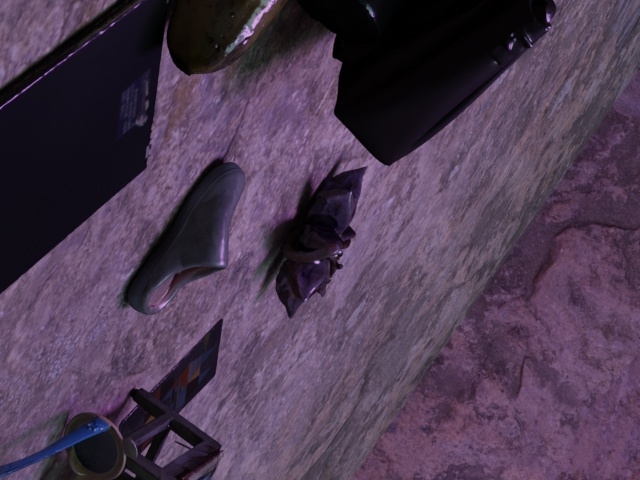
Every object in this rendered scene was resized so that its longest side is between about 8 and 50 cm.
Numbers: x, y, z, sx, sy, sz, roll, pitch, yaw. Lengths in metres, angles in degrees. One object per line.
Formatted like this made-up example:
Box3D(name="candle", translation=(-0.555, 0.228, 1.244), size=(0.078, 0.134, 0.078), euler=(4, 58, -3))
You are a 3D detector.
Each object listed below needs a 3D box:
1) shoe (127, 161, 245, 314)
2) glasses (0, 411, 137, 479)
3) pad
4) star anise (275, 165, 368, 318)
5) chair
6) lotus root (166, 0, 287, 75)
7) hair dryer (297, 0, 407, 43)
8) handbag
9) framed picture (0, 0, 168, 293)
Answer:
Box3D(name="shoe", translation=(-0.130, 0.010, 1.704), size=(0.195, 0.078, 0.079), euler=(-52, 163, -6))
Box3D(name="glasses", translation=(-0.330, 0.274, 1.692), size=(0.220, 0.088, 0.190), euler=(3, 121, -50))
Box3D(name="pad", translation=(-0.195, 0.206, 2.023), size=(0.211, 0.003, 0.143), euler=(-46, 161, -34))
Box3D(name="star anise", translation=(0.001, 0.000, 2.070), size=(0.230, 0.081, 0.262), euler=(-59, 175, 8))
Box3D(name="chair", translation=(-0.169, 0.313, 1.818), size=(0.147, 0.270, 0.136), euler=(-24, 143, -62))
Box3D(name="lotus root", translation=(-0.075, -0.223, 1.389), size=(0.179, 0.089, 0.080), euler=(-55, 155, -5))
Box3D(name="hair dryer", translation=(0.063, -0.370, 1.527), size=(0.244, 0.116, 0.302), euler=(-56, 158, -16))
Box3D(name="handbag", translation=(0.134, -0.237, 1.655), size=(0.257, 0.113, 0.285), euler=(-33, -154, 27))
Box3D(name="framed picture", translation=(-0.248, -0.056, 1.335), size=(0.339, 0.014, 0.255), euler=(-45, 161, -36))
